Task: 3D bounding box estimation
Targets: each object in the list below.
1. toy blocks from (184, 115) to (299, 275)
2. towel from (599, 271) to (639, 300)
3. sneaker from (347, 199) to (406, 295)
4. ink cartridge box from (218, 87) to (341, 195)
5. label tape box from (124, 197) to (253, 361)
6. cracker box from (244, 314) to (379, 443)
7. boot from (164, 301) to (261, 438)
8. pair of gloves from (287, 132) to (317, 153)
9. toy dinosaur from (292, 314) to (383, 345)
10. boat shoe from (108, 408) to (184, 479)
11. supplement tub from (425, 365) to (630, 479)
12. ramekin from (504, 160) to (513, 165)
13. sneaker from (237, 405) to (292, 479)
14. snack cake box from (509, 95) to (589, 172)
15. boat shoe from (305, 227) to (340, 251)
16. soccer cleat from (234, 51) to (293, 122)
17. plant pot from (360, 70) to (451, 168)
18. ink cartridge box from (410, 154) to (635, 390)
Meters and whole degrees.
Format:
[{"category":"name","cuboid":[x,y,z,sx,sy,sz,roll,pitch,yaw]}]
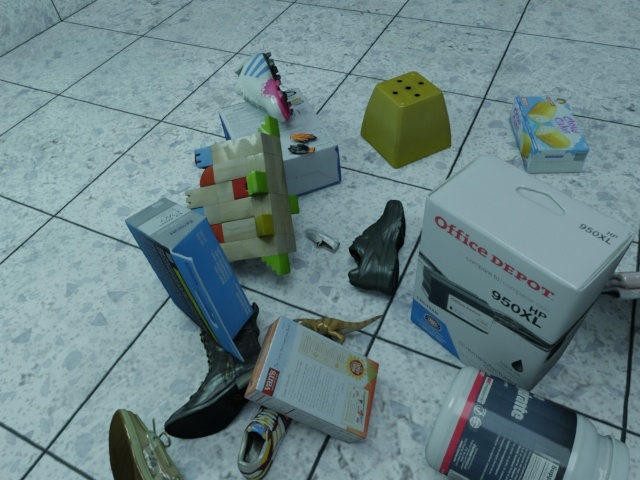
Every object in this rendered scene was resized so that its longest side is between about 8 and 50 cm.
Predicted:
[{"category":"toy blocks","cuboid":[-0.215,-0.094,1.206,0.261,0.191,0.381,-8,90,25]},{"category":"towel","cuboid":[0.677,0.085,0.953,0.317,0.332,0.053,-1,87,7]},{"category":"sneaker","cuboid":[0.140,0.002,1.197,0.130,0.109,0.286,4,47,17]},{"category":"ink cartridge box","cuboid":[-0.135,-0.306,1.459,0.270,0.151,0.395,-19,51,-12]},{"category":"label tape box","cuboid":[-0.251,0.067,1.006,0.115,0.249,0.348,-37,33,-26]},{"category":"cracker box","cuboid":[-0.010,0.266,0.928,0.232,0.067,0.155,29,50,-14]},{"category":"boot","cuboid":[-0.218,0.264,1.020,0.263,0.091,0.229,-29,41,-7]},{"category":"pair of gloves","cuboid":[-0.048,-0.262,1.310,0.074,0.010,0.083,2,51,5]},{"category":"toy dinosaur","cuboid":[0.035,0.194,1.061,0.212,0.064,0.112,0,48,5]},{"category":"boat shoe","cuboid":[-0.302,0.428,0.878,0.089,0.104,0.285,1,40,-47]},{"category":"supplement tub","cuboid":[0.332,0.349,0.810,0.272,0.191,0.191,22,54,23]},{"category":"ramekin","cuboid":[0.411,-0.091,1.189,0.109,0.207,0.207,2,48,19]},{"category":"sneaker","cuboid":[-0.101,0.353,0.920,0.070,0.083,0.185,9,51,13]},{"category":"snack cake box","cuboid":[0.667,-0.317,1.433,0.152,0.089,0.264,-1,49,6]},{"category":"boat shoe","cuboid":[0.000,0.000,1.256,0.100,0.035,0.035,27,53,18]},{"category":"soccer cleat","cuboid":[-0.175,-0.431,1.419,0.143,0.116,0.331,-23,46,5]},{"category":"plant pot","cuboid":[0.260,-0.379,1.461,0.212,0.187,0.212,-23,51,-15]},{"category":"ink cartridge box","cuboid":[0.336,0.082,0.909,0.166,0.394,0.285,-35,54,-24]}]
